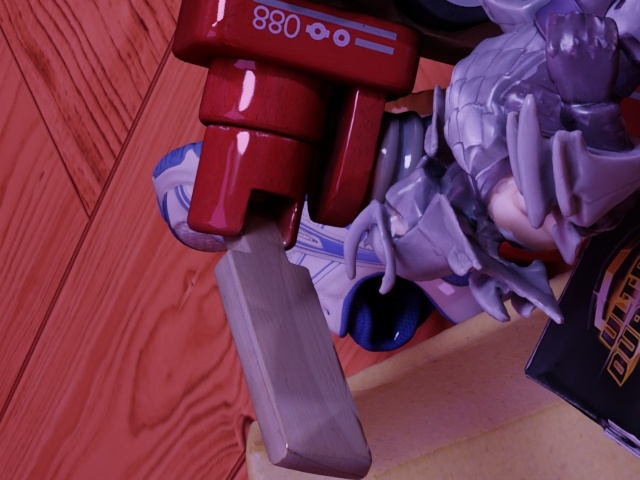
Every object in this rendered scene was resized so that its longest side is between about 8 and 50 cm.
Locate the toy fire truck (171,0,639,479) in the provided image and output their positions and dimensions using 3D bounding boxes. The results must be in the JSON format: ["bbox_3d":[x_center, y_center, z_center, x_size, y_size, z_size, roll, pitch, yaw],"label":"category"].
[{"bbox_3d":[0.039,-0.023,0.743,0.158,0.217,0.246,-178,100,-74],"label":"toy fire truck"}]

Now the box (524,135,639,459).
[{"bbox_3d":[0.235,-0.031,0.557,0.257,0.079,0.322,36,105,49],"label":"box"}]

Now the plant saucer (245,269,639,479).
[{"bbox_3d":[0.107,0.211,0.864,0.333,0.081,0.333,-31,70,53],"label":"plant saucer"}]

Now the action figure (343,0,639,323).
[{"bbox_3d":[0.105,-0.084,0.577,0.285,0.099,0.185,-45,30,18],"label":"action figure"}]

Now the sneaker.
[{"bbox_3d":[0.000,0.000,0.960,0.296,0.112,0.131,-9,88,57],"label":"sneaker"}]
